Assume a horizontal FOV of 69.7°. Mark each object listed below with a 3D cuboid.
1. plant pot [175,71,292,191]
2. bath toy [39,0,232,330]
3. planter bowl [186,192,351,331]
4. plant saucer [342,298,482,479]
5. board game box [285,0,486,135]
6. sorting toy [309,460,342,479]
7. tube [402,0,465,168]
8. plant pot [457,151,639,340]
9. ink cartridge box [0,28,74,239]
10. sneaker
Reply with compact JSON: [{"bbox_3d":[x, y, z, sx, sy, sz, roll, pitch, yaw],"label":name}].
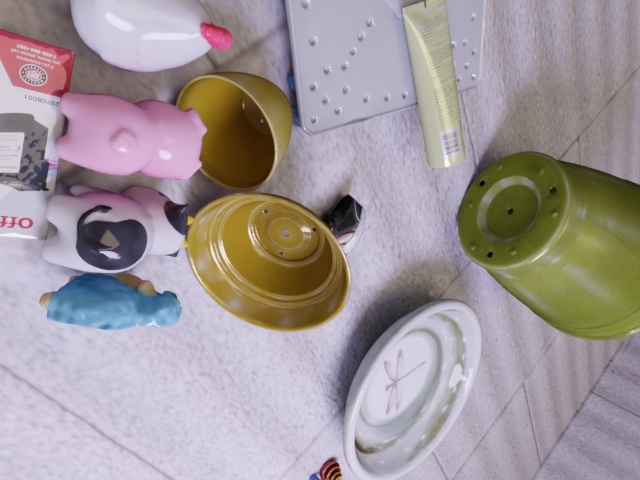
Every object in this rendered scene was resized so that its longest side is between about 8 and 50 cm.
[{"bbox_3d":[-0.086,-0.139,0.539,0.095,0.134,0.134,-51,137,-46],"label":"plant pot"},{"bbox_3d":[-0.173,-0.081,0.454,0.128,0.151,0.349,12,107,-7],"label":"bath toy"},{"bbox_3d":[-0.057,0.012,0.605,0.090,0.217,0.217,-68,149,-52],"label":"planter bowl"},{"bbox_3d":[0.176,0.291,0.943,0.400,0.100,0.401,-17,118,-34],"label":"plant saucer"},{"bbox_3d":[0.098,-0.382,0.635,0.389,0.050,0.391,-24,121,-31],"label":"board game box"},{"bbox_3d":[0.008,0.495,0.923,0.102,0.042,0.061,-55,133,-8],"label":"sorting toy"},{"bbox_3d":[0.174,-0.231,0.693,0.070,0.062,0.240,-75,152,-59],"label":"tube"},{"bbox_3d":[0.486,-0.007,0.947,0.352,0.366,0.367,19,94,-32],"label":"plant pot"},{"bbox_3d":[-0.300,-0.094,0.398,0.127,0.072,0.175,5,104,-42],"label":"ink cartridge box"},{"bbox_3d":[0.000,0.000,0.698,0.077,0.072,0.178,39,75,-32],"label":"sneaker"}]
